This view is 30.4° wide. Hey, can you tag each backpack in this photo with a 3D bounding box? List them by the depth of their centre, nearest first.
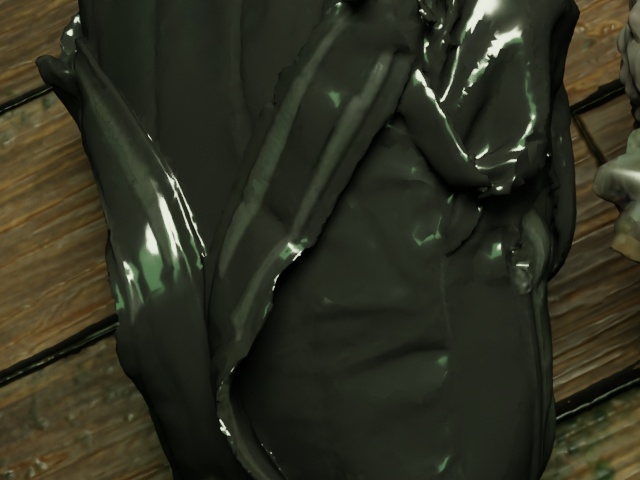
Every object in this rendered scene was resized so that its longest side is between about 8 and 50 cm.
[{"bbox_3d":[0.000,0.000,0.731,0.363,0.254,0.446,-5,95,44],"label":"backpack"}]

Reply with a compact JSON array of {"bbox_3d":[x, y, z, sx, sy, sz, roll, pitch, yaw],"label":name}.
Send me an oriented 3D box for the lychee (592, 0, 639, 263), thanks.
[{"bbox_3d":[0.368,-0.080,0.686,0.432,0.380,0.380,-20,76,0],"label":"lychee"}]
